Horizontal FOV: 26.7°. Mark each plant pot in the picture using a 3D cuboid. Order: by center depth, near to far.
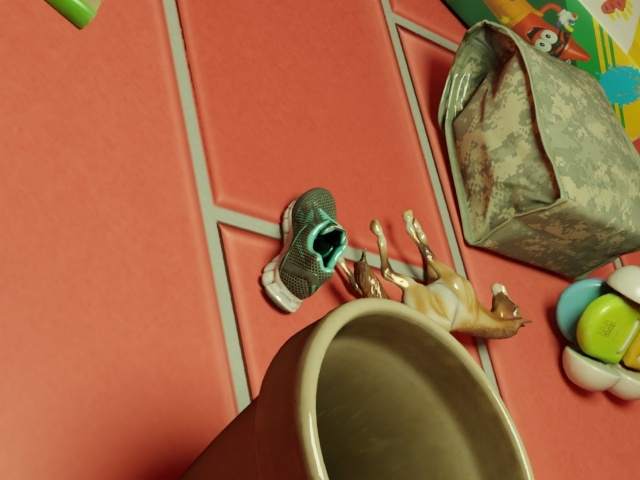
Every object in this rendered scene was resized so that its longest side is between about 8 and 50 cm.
[{"bbox_3d":[0.004,0.209,1.031,0.263,0.229,0.263,32,41,-32],"label":"plant pot"}]

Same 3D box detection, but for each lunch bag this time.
[{"bbox_3d":[0.279,-0.120,1.699,0.235,0.169,0.287,17,55,-44],"label":"lunch bag"}]

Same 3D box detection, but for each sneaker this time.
[{"bbox_3d":[0.000,0.000,1.333,0.065,0.076,0.166,42,36,-22],"label":"sneaker"}]

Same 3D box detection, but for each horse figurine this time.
[{"bbox_3d":[0.108,0.053,1.436,0.263,0.066,0.174,-13,68,-58],"label":"horse figurine"}]

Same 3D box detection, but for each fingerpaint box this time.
[{"bbox_3d":[0.377,-0.392,2.045,0.371,0.163,0.445,43,37,-18],"label":"fingerpaint box"}]

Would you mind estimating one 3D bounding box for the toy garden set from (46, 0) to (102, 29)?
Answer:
[{"bbox_3d":[-0.262,-0.350,1.313,0.204,0.049,0.244,40,37,-23],"label":"toy garden set"}]

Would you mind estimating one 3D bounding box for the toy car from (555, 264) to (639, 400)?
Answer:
[{"bbox_3d":[0.362,0.101,1.668,0.182,0.159,0.136,16,16,-44],"label":"toy car"}]
